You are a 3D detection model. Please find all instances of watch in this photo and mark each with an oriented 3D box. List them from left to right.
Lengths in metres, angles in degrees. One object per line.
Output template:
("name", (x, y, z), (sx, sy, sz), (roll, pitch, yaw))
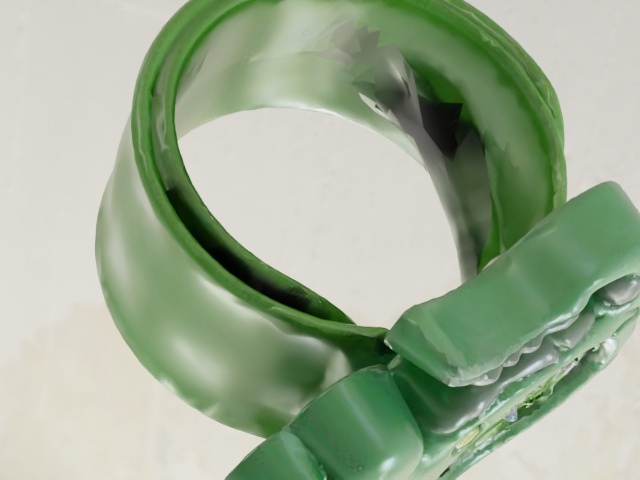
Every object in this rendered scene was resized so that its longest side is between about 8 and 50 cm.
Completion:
("watch", (0.000, 0.000, 0.469), (0.152, 0.165, 0.131), (52, -30, 15))
